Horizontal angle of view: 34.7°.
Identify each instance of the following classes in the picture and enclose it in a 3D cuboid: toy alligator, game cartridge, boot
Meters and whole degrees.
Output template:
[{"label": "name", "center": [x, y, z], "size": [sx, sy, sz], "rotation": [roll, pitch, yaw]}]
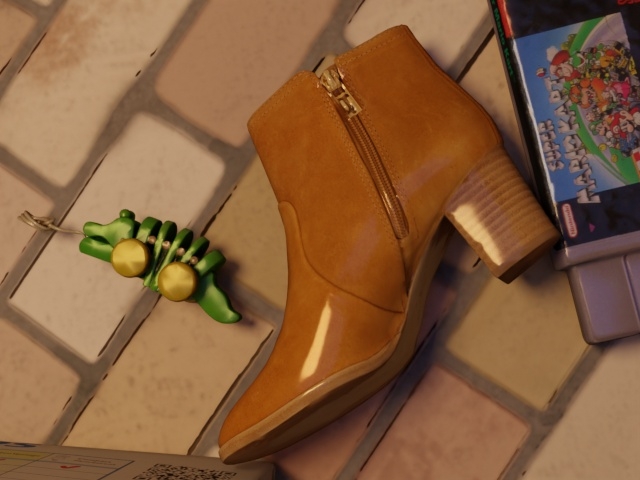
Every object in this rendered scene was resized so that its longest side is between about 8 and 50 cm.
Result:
[{"label": "toy alligator", "center": [-0.136, 0.002, 0.767], "size": [0.190, 0.056, 0.051], "rotation": [26, 89, 9]}, {"label": "game cartridge", "center": [0.251, -0.121, 0.728], "size": [0.230, 0.068, 0.355], "rotation": [-13, 83, 2]}, {"label": "boot", "center": [0.000, -0.001, 0.737], "size": [0.295, 0.104, 0.211], "rotation": [-38, 71, 4]}]

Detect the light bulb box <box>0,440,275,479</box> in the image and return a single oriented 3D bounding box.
[{"label": "light bulb box", "center": [-0.229, 0.255, 0.604], "size": [0.358, 0.361, 0.225], "rotation": [3, 87, 8]}]
